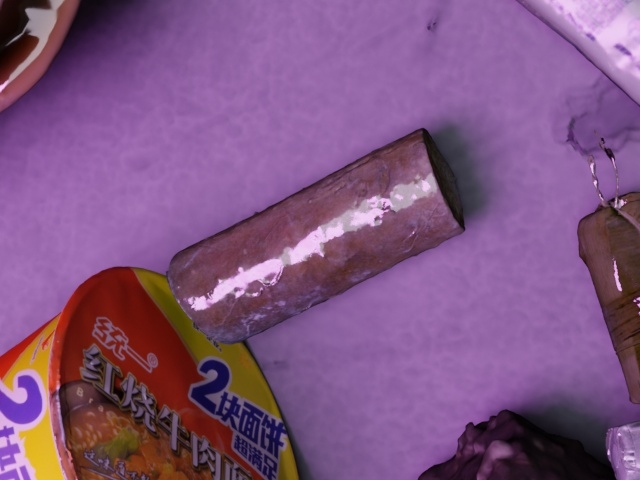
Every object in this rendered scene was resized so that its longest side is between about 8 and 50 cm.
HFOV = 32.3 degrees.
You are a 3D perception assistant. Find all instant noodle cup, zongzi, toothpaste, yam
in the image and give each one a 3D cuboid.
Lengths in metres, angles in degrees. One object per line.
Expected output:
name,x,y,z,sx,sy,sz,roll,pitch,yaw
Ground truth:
instant noodle cup,-0.137,0.143,0.622,0.174,0.213,0.213,-27,90,22
zongzi,0.210,0.006,0.607,0.130,0.062,0.154,-15,76,-6
toothpaste,0.194,-0.089,0.591,0.268,0.047,0.069,46,123,7
yam,0.000,0.000,0.636,0.169,0.068,0.068,-26,90,13

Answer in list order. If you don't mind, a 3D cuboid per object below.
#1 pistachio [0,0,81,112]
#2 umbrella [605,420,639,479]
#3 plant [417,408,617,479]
pistachio,-0.283,-0.191,0.567,0.365,0.281,0.445,26,103,17
umbrella,0.245,0.100,0.575,0.188,0.050,0.046,-3,57,-4
plant,0.162,0.218,0.587,0.274,0.146,0.149,40,122,4
